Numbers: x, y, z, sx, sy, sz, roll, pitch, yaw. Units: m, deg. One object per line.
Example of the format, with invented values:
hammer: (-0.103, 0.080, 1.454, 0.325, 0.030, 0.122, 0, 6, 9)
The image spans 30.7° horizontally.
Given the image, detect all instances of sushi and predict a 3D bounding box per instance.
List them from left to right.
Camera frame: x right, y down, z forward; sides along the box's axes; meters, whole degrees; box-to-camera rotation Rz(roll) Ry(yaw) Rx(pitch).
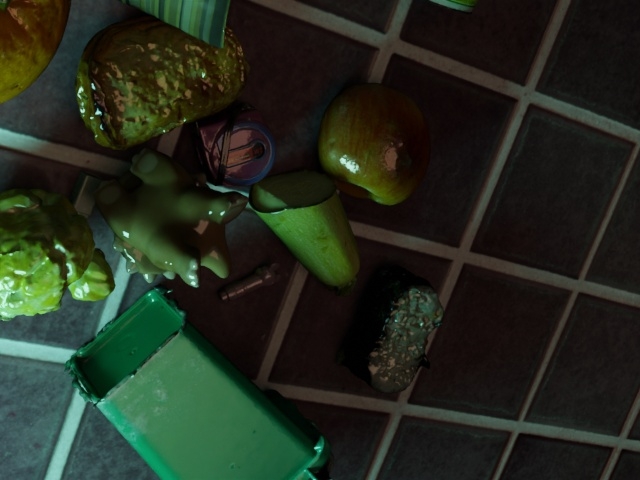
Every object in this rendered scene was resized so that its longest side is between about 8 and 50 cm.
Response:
sushi: (0.132, 0.153, 2.017, 0.147, 0.115, 0.212, 10, 106, -29)

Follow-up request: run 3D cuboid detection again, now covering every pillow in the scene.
pillow: (-0.207, -0.365, 1.529, 0.212, 0.208, 0.052, 25, 57, 2)

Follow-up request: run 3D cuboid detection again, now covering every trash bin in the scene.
trash bin: (-0.185, 0.285, 1.797, 0.259, 0.295, 0.381, -44, 119, -8)

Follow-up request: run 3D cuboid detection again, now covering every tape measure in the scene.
tape measure: (-0.130, -0.145, 1.770, 0.118, 0.074, 0.125, -19, 113, -19)

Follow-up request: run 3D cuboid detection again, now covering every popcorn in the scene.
popcorn: (-0.392, 0.027, 1.627, 0.212, 0.198, 0.198, 23, 98, -41)

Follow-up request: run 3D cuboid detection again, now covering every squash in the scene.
squash: (0.014, -0.004, 1.882, 0.137, 0.137, 0.287, -44, 128, -7)

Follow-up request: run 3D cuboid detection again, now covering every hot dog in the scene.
hot dog: (-0.230, -0.231, 1.656, 0.259, 0.114, 0.175, -23, 115, -32)

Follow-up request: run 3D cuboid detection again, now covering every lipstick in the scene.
lipstick: (-0.358, -0.037, 1.709, 0.030, 0.030, 0.129, 18, 100, -34)

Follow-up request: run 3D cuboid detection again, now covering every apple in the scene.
apple: (0.093, -0.154, 1.857, 0.195, 0.160, 0.173, 31, 71, -41)

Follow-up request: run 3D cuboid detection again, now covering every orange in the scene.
orange: (-0.443, -0.302, 1.420, 0.284, 0.226, 0.283, -19, 115, -48)

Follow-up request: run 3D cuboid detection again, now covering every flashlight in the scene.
flashlight: (-0.116, 0.069, 1.892, 0.110, 0.031, 0.052, -24, 145, -15)

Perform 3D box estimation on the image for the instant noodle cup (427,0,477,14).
instant noodle cup: (0.207, -0.475, 1.761, 0.207, 0.207, 0.232, 10, 112, -32)

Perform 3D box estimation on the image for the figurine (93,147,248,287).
figurine: (-0.205, -0.017, 1.677, 0.177, 0.247, 0.173, -60, 150, -19)
